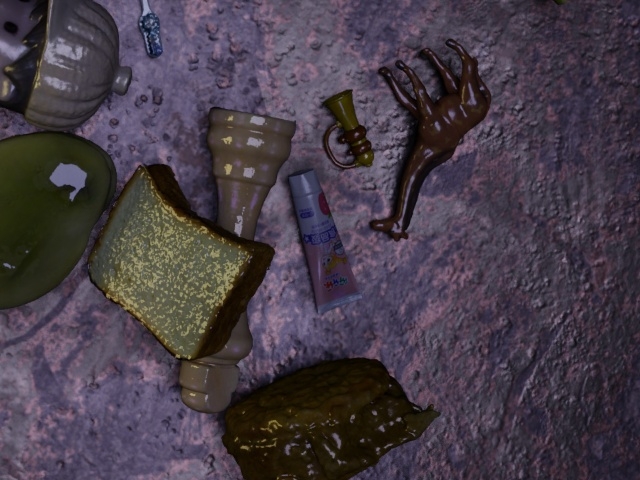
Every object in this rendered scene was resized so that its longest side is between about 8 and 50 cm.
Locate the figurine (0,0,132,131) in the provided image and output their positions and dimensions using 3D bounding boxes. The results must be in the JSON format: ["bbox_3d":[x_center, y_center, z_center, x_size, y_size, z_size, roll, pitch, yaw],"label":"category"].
[{"bbox_3d":[-0.407,-0.225,1.432,0.332,0.185,0.204,-8,135,7],"label":"figurine"}]

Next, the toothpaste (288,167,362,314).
[{"bbox_3d":[0.000,0.000,1.586,0.067,0.043,0.194,-20,102,-15],"label":"toothpaste"}]

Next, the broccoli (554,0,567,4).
[{"bbox_3d":[0.248,-0.492,1.572,0.221,0.252,0.361,-44,135,-4],"label":"broccoli"}]

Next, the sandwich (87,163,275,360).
[{"bbox_3d":[-0.180,0.029,1.461,0.215,0.065,0.186,34,105,25],"label":"sandwich"}]

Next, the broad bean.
[{"bbox_3d":[-0.376,-0.031,1.457,0.189,0.121,0.263,43,85,-11],"label":"broad bean"}]

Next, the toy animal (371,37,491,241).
[{"bbox_3d":[0.140,-0.137,1.601,0.224,0.066,0.229,-24,95,0],"label":"toy animal"}]

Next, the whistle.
[{"bbox_3d":[0.036,-0.145,1.587,0.057,0.046,0.109,-26,104,-25],"label":"whistle"}]

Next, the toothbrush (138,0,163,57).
[{"bbox_3d":[-0.249,-0.427,1.496,0.040,0.040,0.386,-12,101,-12],"label":"toothbrush"}]

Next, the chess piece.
[{"bbox_3d":[-0.122,0.029,1.524,0.117,0.117,0.397,10,92,-13],"label":"chess piece"}]

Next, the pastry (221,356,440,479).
[{"bbox_3d":[-0.005,0.233,1.494,0.240,0.235,0.132,-29,94,-21],"label":"pastry"}]
